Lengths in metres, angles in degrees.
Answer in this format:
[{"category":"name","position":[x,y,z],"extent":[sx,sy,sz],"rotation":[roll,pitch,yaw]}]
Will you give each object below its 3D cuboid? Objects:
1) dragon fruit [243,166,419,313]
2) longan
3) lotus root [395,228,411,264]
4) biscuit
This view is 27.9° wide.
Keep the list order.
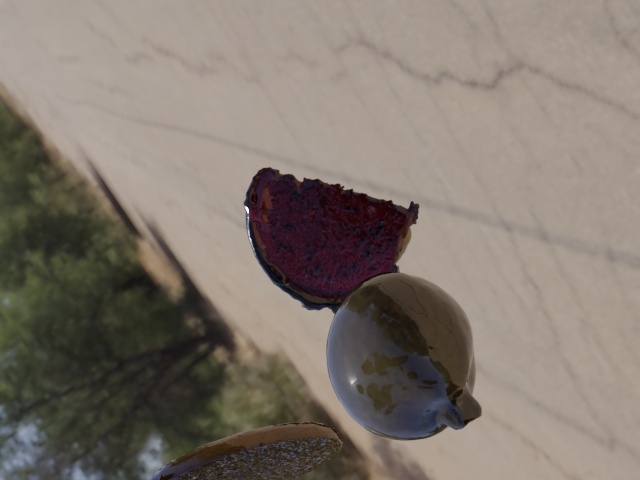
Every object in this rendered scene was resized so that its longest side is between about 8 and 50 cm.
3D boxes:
[{"category":"dragon fruit","position":[0.000,0.000,2.583],"extent":[0.344,0.282,0.100],"rotation":[16,-165,-6]},{"category":"longan","position":[0.140,0.197,2.107],"extent":[0.300,0.243,0.300],"rotation":[47,161,21]},{"category":"lotus root","position":[0.107,0.020,2.699],"extent":[0.118,0.221,0.125],"rotation":[46,-153,19]},{"category":"biscuit","position":[-0.097,0.282,1.623],"extent":[0.262,0.262,0.037],"rotation":[77,174,-69]}]
